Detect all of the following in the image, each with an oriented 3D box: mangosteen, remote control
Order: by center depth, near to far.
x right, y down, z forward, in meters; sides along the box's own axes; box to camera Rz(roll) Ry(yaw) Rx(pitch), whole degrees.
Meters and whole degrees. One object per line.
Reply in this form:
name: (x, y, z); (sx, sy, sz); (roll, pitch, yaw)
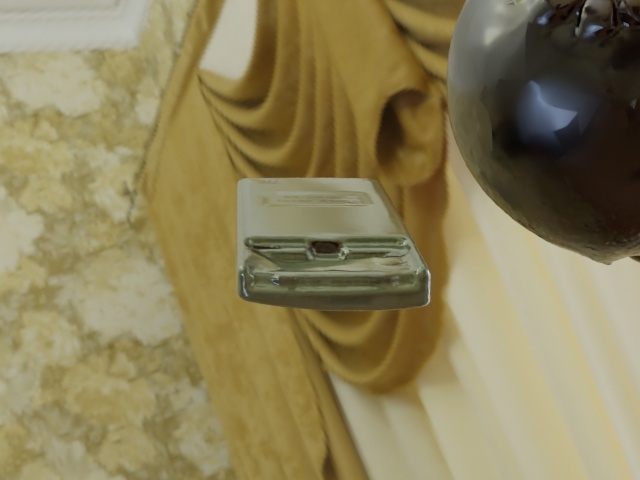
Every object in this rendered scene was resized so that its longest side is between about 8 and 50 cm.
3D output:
remote control: (0.000, 0.000, 0.845); (0.124, 0.285, 0.038); (0, -76, -6)
mangosteen: (0.261, -0.118, 1.039); (0.307, 0.306, 0.347); (-26, -34, 2)
